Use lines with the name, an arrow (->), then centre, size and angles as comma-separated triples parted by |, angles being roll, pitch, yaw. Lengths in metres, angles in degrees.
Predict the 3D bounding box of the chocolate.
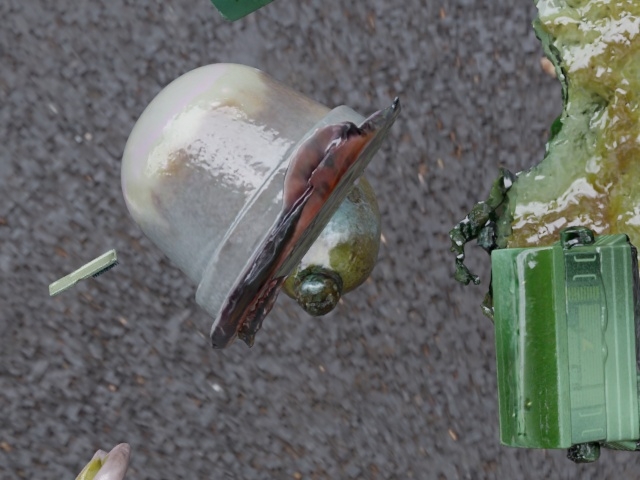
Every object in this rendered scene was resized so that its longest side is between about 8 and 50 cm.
chocolate -> -0.057, -0.043, 0.975 | 0.147, 0.221, 0.221 | 35, 81, -2

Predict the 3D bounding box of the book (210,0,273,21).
book -> -0.043, -0.177, 0.705 | 0.103, 0.135, 0.017 | -25, 33, 18

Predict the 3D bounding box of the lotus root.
lotus root -> 0.000, 0.000, 1.352 | 0.113, 0.088, 0.192 | -9, 38, 7

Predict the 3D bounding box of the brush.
brush -> -0.234, 0.034, 1.454 | 0.083, 0.013, 0.016 | -28, 51, 17

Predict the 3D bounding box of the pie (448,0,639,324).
pie -> 0.257, -0.073, 1.029 | 0.296, 0.078, 0.371 | 16, 91, 17

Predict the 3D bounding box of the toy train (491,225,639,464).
toy train -> 0.096, 0.041, 0.569 | 0.038, 0.056, 0.093 | -3, 88, 48

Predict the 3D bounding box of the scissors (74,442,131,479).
scissors -> -0.187, 0.223, 1.049 | 0.024, 0.317, 0.160 | 37, 89, -7
